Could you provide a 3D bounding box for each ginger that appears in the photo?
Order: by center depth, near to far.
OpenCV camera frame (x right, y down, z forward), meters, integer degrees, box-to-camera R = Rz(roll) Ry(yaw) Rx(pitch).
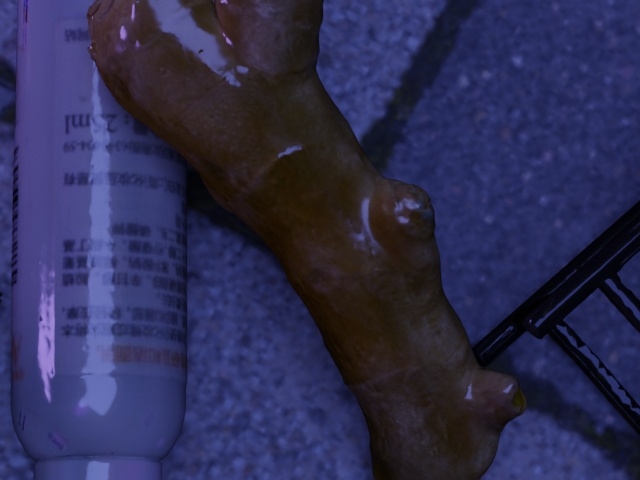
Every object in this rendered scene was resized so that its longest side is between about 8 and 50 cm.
[{"bbox_3d":[0.001,-0.002,0.818,0.299,0.118,0.065,61,38,-20],"label":"ginger"}]

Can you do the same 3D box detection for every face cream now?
[{"bbox_3d":[-0.101,0.015,0.844,0.082,0.082,0.269,1,78,-7],"label":"face cream"}]

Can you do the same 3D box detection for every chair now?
[{"bbox_3d":[0.213,0.004,0.855,0.260,0.154,0.141,-41,87,-10],"label":"chair"}]

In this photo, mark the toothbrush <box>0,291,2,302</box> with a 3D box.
[{"bbox_3d":[-0.240,0.199,0.812,0.042,0.035,0.413,27,77,-22],"label":"toothbrush"}]
